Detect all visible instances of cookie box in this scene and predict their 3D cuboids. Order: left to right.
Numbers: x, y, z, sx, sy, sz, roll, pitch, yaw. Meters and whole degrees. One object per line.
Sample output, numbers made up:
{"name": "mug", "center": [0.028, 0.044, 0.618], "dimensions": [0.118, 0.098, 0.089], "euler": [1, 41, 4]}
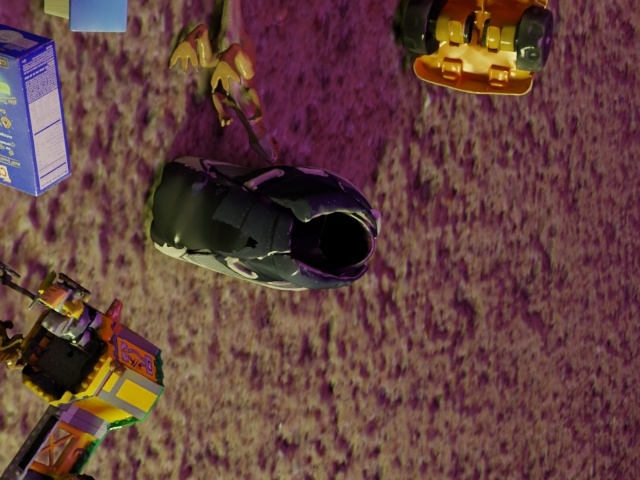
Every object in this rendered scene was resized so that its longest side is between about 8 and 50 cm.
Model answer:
{"name": "cookie box", "center": [-0.225, -0.096, 1.208], "dimensions": [0.040, 0.092, 0.107], "euler": [-36, 135, -43]}

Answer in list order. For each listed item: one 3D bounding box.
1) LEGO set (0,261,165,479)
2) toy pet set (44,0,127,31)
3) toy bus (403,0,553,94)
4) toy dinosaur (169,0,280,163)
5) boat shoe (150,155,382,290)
{"name": "LEGO set", "center": [-0.276, 0.066, 1.013], "dimensions": [0.255, 0.331, 0.192], "euler": [-50, 147, 0]}
{"name": "toy pet set", "center": [-0.172, -0.213, 1.264], "dimensions": [0.122, 0.065, 0.114], "euler": [-24, 125, -53]}
{"name": "toy bus", "center": [0.182, -0.286, 1.777], "dimensions": [0.211, 0.149, 0.220], "euler": [-55, 151, -58]}
{"name": "toy dinosaur", "center": [-0.077, -0.168, 1.476], "dimensions": [0.112, 0.064, 0.211], "euler": [-29, 117, -65]}
{"name": "boat shoe", "center": [0.000, 0.000, 1.569], "dimensions": [0.340, 0.158, 0.127], "euler": [2, 103, -60]}
